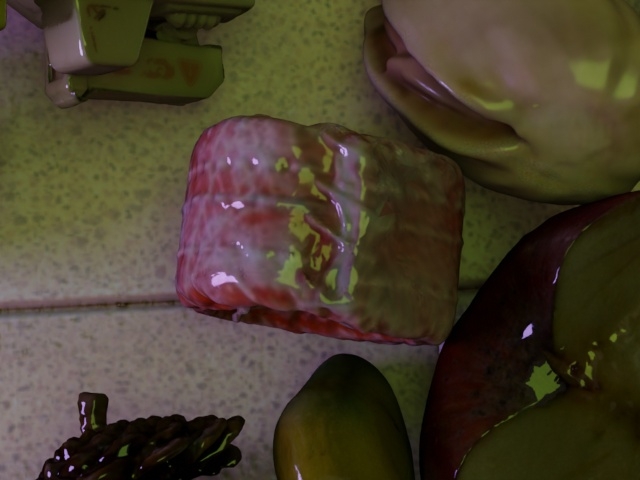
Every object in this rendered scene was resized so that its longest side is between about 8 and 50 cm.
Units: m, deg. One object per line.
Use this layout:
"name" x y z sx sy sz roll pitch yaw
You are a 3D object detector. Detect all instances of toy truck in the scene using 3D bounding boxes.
"toy truck" -0.226 -0.233 1.100 0.405 0.181 0.254 -5 85 -45

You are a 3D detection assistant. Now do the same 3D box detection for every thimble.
"thimble" 0.000 0.000 1.146 0.239 0.239 0.162 10 83 -6

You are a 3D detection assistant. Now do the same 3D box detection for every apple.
"apple" 0.273 0.142 1.141 0.365 0.328 0.295 16 45 -16

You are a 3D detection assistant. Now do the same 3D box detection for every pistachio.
"pistachio" 0.158 -0.154 1.186 0.214 0.193 0.318 -16 46 -33

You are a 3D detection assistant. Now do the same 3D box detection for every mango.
"mango" 0.027 0.173 1.140 0.091 0.237 0.137 -23 95 17

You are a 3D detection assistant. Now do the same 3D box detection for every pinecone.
"pinecone" -0.129 0.266 1.105 0.244 0.244 0.309 -31 99 -10
